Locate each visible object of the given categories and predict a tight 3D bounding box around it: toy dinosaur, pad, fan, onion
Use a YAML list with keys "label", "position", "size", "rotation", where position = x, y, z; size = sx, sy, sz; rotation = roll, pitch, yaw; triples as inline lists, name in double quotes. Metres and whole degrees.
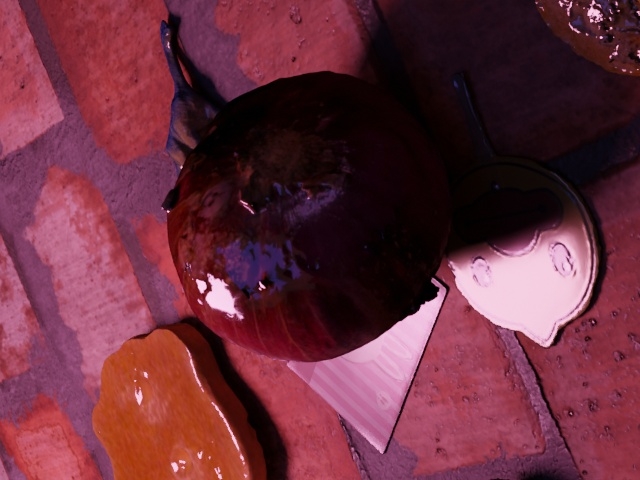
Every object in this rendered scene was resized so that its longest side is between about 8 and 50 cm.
- label: "toy dinosaur"
  position: [-0.195, -0.158, 1.928]
  size: [0.188, 0.075, 0.248]
  rotation: [50, 142, 33]
- label: "pad"
  position: [0.053, 0.118, 1.810]
  size: [0.202, 0.005, 0.300]
  rotation: [41, 132, 28]
- label: "fan"
  position: [0.212, -0.034, 1.573]
  size: [0.229, 0.011, 0.335]
  rotation: [-12, 99, 48]
- label: "onion"
  position: [0.000, 0.000, 1.626]
  size: [0.348, 0.348, 0.385]
  rotation: [36, 166, 31]

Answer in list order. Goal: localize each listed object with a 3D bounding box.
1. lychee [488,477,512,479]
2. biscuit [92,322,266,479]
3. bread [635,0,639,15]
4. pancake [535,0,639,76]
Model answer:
- label: "lychee"
  position: [0.218, 0.345, 1.658]
  size: [0.146, 0.114, 0.114]
  rotation: [9, 115, 23]
- label: "biscuit"
  position: [-0.220, 0.321, 2.144]
  size: [0.385, 0.062, 0.365]
  rotation: [-41, 74, 47]
- label: "bread"
  position: [0.298, -0.313, 1.259]
  size: [0.088, 0.049, 0.226]
  rotation: [-22, 91, 47]
- label: "pancake"
  position: [0.304, -0.287, 1.333]
  size: [0.282, 0.049, 0.282]
  rotation: [20, 122, 36]
